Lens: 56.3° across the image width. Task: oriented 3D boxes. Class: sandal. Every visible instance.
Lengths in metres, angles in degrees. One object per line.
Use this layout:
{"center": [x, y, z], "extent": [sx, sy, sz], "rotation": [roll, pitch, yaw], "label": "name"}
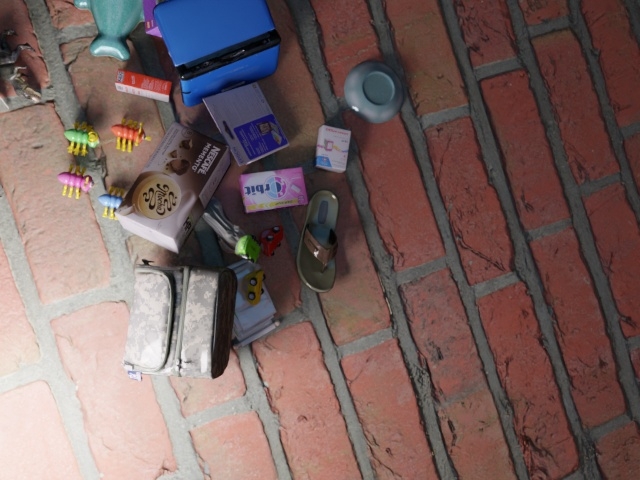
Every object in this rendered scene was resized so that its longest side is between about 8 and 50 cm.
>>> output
{"center": [-0.001, -0.001, 1.711], "extent": [0.120, 0.086, 0.302], "rotation": [5, 86, -15], "label": "sandal"}

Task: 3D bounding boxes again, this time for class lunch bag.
{"center": [-0.368, 0.208, 1.547], "extent": [0.256, 0.212, 0.305], "rotation": [5, 87, 5], "label": "lunch bag"}

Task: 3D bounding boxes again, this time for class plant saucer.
{"center": [0.170, -0.455, 1.810], "extent": [0.195, 0.037, 0.194], "rotation": [1, 87, -16], "label": "plant saucer"}

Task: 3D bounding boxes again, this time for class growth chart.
{"center": [-0.216, 0.171, 1.678], "extent": [0.172, 0.021, 0.237], "rotation": [-20, 92, -15], "label": "growth chart"}

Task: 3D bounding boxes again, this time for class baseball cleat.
{"center": [-0.283, -0.038, 1.648], "extent": [0.072, 0.109, 0.206], "rotation": [-27, 64, -31], "label": "baseball cleat"}

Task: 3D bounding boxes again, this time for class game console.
{"center": [-0.272, -0.531, 1.605], "extent": [0.293, 0.250, 0.173], "rotation": [-26, 79, -15], "label": "game console"}

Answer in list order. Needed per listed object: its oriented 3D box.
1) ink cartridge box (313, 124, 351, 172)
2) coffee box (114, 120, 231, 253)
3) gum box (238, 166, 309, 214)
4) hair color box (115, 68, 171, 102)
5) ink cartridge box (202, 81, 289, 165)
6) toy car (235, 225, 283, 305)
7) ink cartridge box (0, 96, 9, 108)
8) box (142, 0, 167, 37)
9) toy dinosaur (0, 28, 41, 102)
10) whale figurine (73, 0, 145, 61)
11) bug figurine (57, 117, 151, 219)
{"center": [0.034, -0.269, 1.755], "extent": [0.089, 0.052, 0.122], "rotation": [9, 83, -14], "label": "ink cartridge box"}
{"center": [-0.375, -0.139, 1.560], "extent": [0.168, 0.119, 0.297], "rotation": [25, 69, 4], "label": "coffee box"}
{"center": [-0.129, -0.142, 1.698], "extent": [0.189, 0.062, 0.107], "rotation": [-10, 89, -15], "label": "gum box"}
{"center": [-0.477, -0.418, 1.617], "extent": [0.141, 0.072, 0.043], "rotation": [10, 85, -15], "label": "hair color box"}
{"center": [-0.210, -0.320, 1.653], "extent": [0.208, 0.045, 0.206], "rotation": [-32, 96, -44], "label": "ink cartridge box"}
{"center": [-0.180, 0.037, 1.595], "extent": [0.053, 0.225, 0.239], "rotation": [13, 73, 17], "label": "toy car"}
{"center": [-0.879, -0.401, 1.486], "extent": [0.067, 0.115, 0.198], "rotation": [-44, 97, -14], "label": "ink cartridge box"}
{"center": [-0.388, -0.683, 1.608], "extent": [0.201, 0.057, 0.293], "rotation": [-3, 87, -54], "label": "box"}
{"center": [-0.811, -0.481, 1.540], "extent": [0.268, 0.064, 0.118], "rotation": [44, 84, -5], "label": "toy dinosaur"}
{"center": [-0.539, -0.618, 1.574], "extent": [0.216, 0.141, 0.271], "rotation": [9, 81, -15], "label": "whale figurine"}
{"center": [-0.572, -0.202, 1.579], "extent": [0.216, 0.072, 0.278], "rotation": [9, 85, -14], "label": "bug figurine"}
